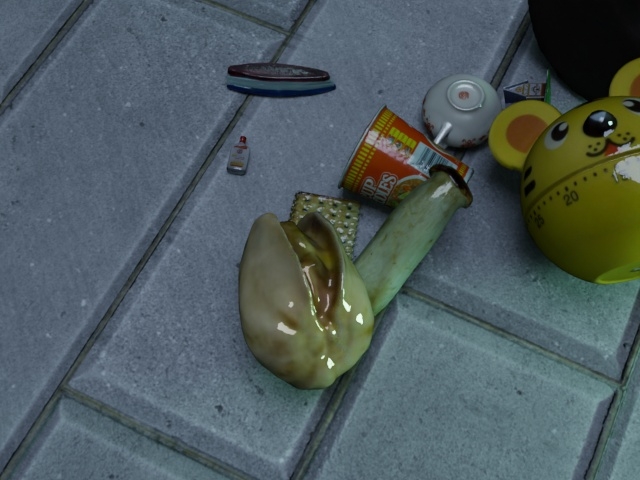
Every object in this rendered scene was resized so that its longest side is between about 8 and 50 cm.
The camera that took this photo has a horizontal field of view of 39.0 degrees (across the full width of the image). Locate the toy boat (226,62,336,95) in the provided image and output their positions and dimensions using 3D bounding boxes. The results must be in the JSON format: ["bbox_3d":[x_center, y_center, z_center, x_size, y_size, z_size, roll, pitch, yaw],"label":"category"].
[{"bbox_3d":[-0.081,-0.339,1.884,0.229,0.046,0.080,5,60,4],"label":"toy boat"}]

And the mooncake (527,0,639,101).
[{"bbox_3d":[0.585,-0.461,1.778,0.350,0.381,0.212,32,60,27],"label":"mooncake"}]

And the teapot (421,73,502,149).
[{"bbox_3d":[0.278,-0.254,1.821,0.159,0.116,0.245,40,74,6],"label":"teapot"}]

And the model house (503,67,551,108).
[{"bbox_3d":[0.415,-0.257,1.824,0.088,0.117,0.167,1,63,18],"label":"model house"}]

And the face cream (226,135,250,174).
[{"bbox_3d":[-0.162,-0.171,1.806,0.040,0.021,0.083,8,62,2],"label":"face cream"}]

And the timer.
[{"bbox_3d":[0.512,-0.126,1.610,0.376,0.376,0.387,-10,70,-6],"label":"timer"}]

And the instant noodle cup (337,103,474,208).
[{"bbox_3d":[0.169,-0.130,1.716,0.212,0.193,0.193,29,66,4],"label":"instant noodle cup"}]

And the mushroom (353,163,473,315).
[{"bbox_3d":[0.149,0.001,1.618,0.100,0.081,0.312,43,102,21],"label":"mushroom"}]

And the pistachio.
[{"bbox_3d":[-0.033,0.099,1.547,0.229,0.238,0.321,1,62,-28],"label":"pistachio"}]

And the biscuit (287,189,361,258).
[{"bbox_3d":[0.000,-0.001,1.724,0.144,0.016,0.203,8,62,3],"label":"biscuit"}]
